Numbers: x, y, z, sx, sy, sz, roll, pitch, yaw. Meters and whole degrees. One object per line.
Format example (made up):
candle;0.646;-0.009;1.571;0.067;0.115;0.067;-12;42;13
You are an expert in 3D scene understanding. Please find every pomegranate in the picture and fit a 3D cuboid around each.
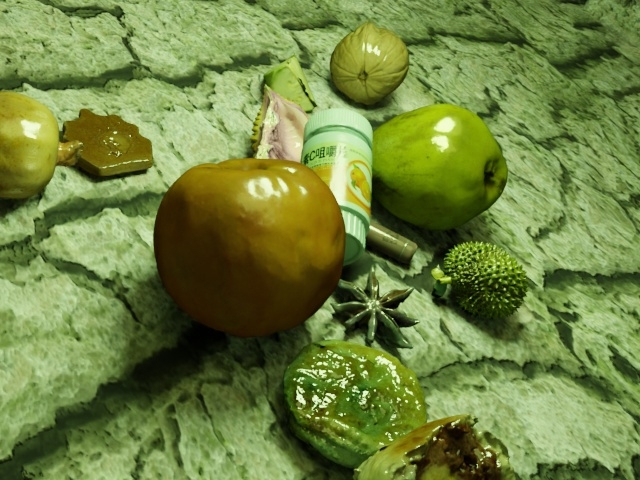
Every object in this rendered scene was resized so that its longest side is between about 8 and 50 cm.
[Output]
pomegranate;-0.582;-0.175;1.407;0.207;0.207;0.207;13;40;-12

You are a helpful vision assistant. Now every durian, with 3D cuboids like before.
durian;0.347;0.075;1.597;0.198;0.146;0.159;33;38;6
durian;-0.093;-0.177;1.705;0.191;0.112;0.341;34;45;-35

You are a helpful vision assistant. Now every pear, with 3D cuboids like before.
pear;0.237;-0.173;1.740;0.375;0.287;0.287;19;36;24

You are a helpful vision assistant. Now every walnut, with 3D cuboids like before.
walnut;0.136;-0.489;2.085;0.228;0.228;0.228;13;40;-12

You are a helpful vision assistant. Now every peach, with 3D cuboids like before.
peach;-0.122;0.016;1.324;0.342;0.302;0.343;-1;15;0

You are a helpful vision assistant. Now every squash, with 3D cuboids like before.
squash;-0.108;-0.460;2.008;0.169;0.093;0.252;50;16;-47

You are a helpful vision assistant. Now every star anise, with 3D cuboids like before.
star anise;0.107;0.133;1.482;0.204;0.061;0.181;26;51;12

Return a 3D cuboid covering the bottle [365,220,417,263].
bottle;0.142;0.001;1.655;0.140;0.053;0.053;27;40;4

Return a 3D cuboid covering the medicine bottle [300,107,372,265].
medicine bottle;0.029;-0.111;1.590;0.158;0.158;0.318;13;56;-13

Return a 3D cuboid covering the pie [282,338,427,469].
pie;0.064;0.271;1.297;0.277;0.078;0.277;15;41;-13

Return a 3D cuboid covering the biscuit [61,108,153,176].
biscuit;-0.464;-0.212;1.620;0.182;0.034;0.215;-16;51;-38

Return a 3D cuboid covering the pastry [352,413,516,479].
pastry;0.165;0.396;1.141;0.256;0.170;0.237;-20;96;-35
